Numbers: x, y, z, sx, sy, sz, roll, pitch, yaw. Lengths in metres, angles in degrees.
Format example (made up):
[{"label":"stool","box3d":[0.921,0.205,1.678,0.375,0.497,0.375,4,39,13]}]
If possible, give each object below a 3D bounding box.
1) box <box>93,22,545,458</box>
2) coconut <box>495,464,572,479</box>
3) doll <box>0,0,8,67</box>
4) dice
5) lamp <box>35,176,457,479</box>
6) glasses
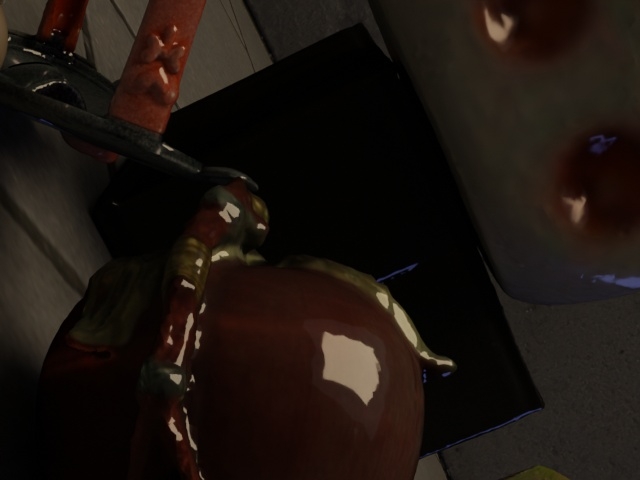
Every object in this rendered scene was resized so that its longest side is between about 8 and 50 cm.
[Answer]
[{"label":"box","box3d":[-0.001,0.001,0.849,0.345,0.204,0.251,-98,163,-73]},{"label":"coconut","box3d":[0.155,0.286,0.873,0.204,0.236,0.236,13,-40,44]},{"label":"doll","box3d":[-0.155,-0.080,0.422,0.084,0.073,0.127,114,-32,-49]},{"label":"dice","box3d":[0.181,-0.122,0.707,0.243,0.251,0.259,-99,163,-76]},{"label":"lamp","box3d":[-0.039,0.096,0.451,0.223,0.151,0.215,-69,159,-8]},{"label":"glasses","box3d":[-0.067,-0.164,0.509,0.118,0.268,0.234,18,11,-24]}]
